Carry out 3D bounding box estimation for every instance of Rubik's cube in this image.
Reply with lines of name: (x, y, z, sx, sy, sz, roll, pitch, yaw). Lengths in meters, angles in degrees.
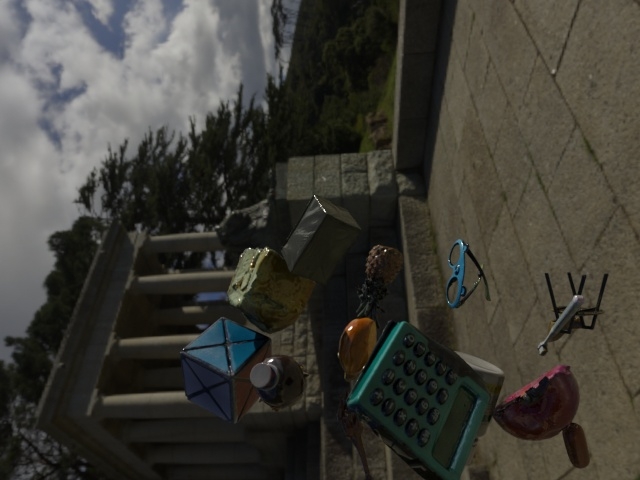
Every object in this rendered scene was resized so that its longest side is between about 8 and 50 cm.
Rubik's cube: (-0.353, 0.485, 1.871, 0.259, 0.260, 0.255, -42, -39, -53)

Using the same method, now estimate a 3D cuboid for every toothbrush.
toothbrush: (0.647, 0.236, 1.343, 0.342, 0.025, 0.030, 83, -170, -54)

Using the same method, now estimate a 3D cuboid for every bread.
bread: (-0.218, 0.189, 1.853, 0.264, 0.239, 0.395, -62, 21, -13)

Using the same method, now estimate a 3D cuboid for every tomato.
tomato: (0.795, 0.587, 1.754, 0.176, 0.335, 0.289, 52, -158, 20)

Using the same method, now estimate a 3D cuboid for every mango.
mango: (0.125, 0.366, 1.699, 0.141, 0.102, 0.217, 59, -140, -36)

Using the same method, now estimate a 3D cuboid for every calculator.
calculator: (0.206, 0.310, 0.978, 0.248, 0.274, 0.058, -48, 0, -40)

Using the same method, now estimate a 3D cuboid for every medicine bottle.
medicine bottle: (0.492, 0.582, 1.723, 0.208, 0.208, 0.340, -23, -49, -87)

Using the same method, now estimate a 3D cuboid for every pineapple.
pineapple: (0.225, 0.201, 2.060, 0.165, 0.165, 0.365, 74, -143, -76)

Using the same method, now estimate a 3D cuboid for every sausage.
sausage: (0.928, 0.747, 1.788, 0.076, 0.076, 0.198, -85, -25, -66)

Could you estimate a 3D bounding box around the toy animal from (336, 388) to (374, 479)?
toy animal: (0.112, 0.612, 1.550, 0.224, 0.066, 0.230, -145, 48, -65)

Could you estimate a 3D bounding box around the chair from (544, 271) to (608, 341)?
chair: (0.863, 0.232, 1.680, 0.172, 0.158, 0.247, -4, 87, 55)

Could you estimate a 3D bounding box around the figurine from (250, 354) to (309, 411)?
figurine: (-0.119, 0.402, 1.428, 0.158, 0.161, 0.275, 57, 169, 17)

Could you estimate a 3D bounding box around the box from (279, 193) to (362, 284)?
box: (0.000, 0.000, 1.613, 0.231, 0.155, 0.149, -56, 31, 17)

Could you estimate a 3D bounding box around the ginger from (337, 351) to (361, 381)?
ginger: (0.223, 0.637, 2.394, 0.166, 0.375, 0.236, -87, 21, -54)

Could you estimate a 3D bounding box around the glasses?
glasses: (0.499, 0.132, 1.684, 0.207, 0.102, 0.239, 32, -120, -42)
